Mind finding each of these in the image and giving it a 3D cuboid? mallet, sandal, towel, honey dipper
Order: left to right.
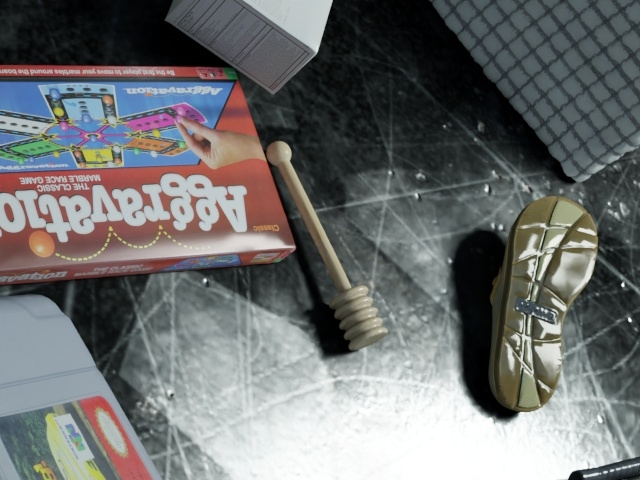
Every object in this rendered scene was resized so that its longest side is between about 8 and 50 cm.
[{"bbox_3d":[0.000,0.000,1.220,0.030,0.030,0.161,-13,71,-42],"label":"honey dipper"},{"bbox_3d":[0.157,0.046,1.307,0.072,0.049,0.180,24,66,-18],"label":"sandal"},{"bbox_3d":[0.224,-0.223,1.391,0.284,0.235,0.121,50,40,-2],"label":"towel"},{"bbox_3d":[0.269,0.160,1.310,0.189,0.062,0.039,-4,66,-39],"label":"mallet"}]

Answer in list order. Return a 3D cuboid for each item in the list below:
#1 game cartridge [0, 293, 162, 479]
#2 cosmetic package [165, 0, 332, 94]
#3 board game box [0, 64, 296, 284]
[{"bbox_3d":[-0.131,0.161,0.937,0.294,0.060,0.196,59,16,7],"label":"game cartridge"},{"bbox_3d":[-0.035,-0.221,1.290,0.099,0.060,0.239,35,41,-19],"label":"cosmetic package"},{"bbox_3d":[-0.152,-0.046,1.130,0.281,0.027,0.145,-5,69,-40],"label":"board game box"}]
